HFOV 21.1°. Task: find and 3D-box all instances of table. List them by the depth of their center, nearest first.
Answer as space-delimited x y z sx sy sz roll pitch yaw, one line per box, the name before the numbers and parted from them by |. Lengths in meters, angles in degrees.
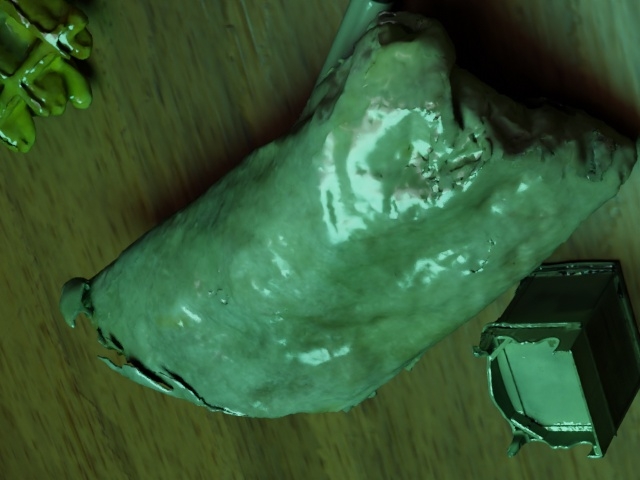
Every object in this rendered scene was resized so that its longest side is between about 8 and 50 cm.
table | 0.132 0.067 0.944 0.062 0.083 0.079 -4 119 33

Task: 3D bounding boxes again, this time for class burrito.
burrito | 0.008 0.009 0.961 0.175 0.107 0.347 44 130 -12

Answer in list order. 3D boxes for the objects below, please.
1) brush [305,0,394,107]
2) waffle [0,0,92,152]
brush | 0.024 -0.125 0.915 0.042 0.039 0.299 15 136 -12
waffle | -0.260 -0.164 1.041 0.293 0.069 0.260 2 124 27
